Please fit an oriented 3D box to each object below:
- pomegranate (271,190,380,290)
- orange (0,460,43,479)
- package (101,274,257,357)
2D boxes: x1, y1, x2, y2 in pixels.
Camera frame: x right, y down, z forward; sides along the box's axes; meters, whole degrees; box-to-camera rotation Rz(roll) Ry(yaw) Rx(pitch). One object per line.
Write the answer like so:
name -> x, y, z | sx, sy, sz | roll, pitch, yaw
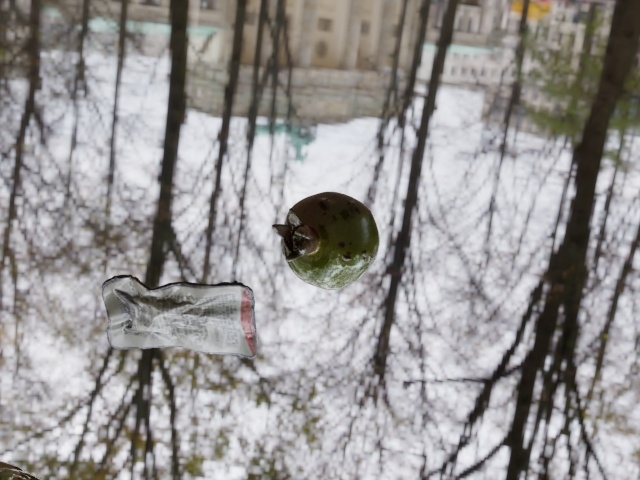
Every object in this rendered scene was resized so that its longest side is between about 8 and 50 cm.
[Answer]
pomegranate -> -0.005, 0.001, 1.338 | 0.159, 0.129, 0.129 | 0, -164, -34
orange -> -0.375, 0.342, 1.010 | 0.329, 0.249, 0.329 | -5, -165, 1
package -> -0.210, 0.112, 1.560 | 0.232, 0.166, 0.040 | 1, -135, 3
